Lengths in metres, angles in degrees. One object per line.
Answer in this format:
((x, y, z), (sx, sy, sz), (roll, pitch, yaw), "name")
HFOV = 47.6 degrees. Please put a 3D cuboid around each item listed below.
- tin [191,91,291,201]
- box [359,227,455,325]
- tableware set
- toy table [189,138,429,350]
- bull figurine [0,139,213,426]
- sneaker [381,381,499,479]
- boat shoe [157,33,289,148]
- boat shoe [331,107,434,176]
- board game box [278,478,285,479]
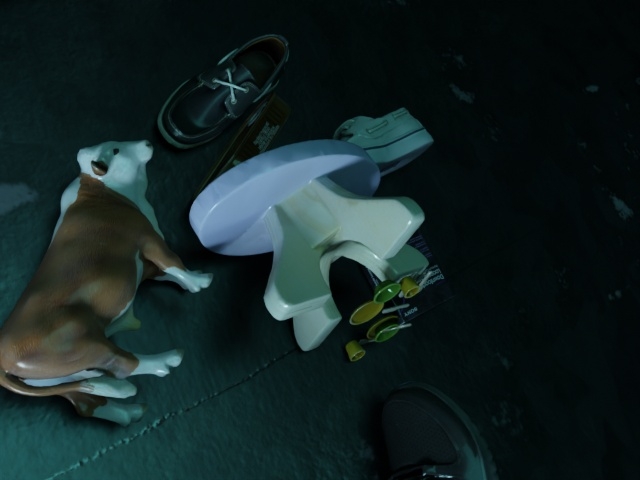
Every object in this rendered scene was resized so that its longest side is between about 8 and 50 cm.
((-0.098, -0.111, 0.916), (0.040, 0.106, 0.190), (41, 53, -19), "tin")
((0.112, 0.030, 1.028), (0.116, 0.029, 0.162), (-22, 82, -38), "box")
((0.077, 0.097, 0.897), (0.104, 0.154, 0.024), (-8, 53, -37), "tableware set")
((0.000, 0.000, 0.856), (0.274, 0.252, 0.161), (-20, 63, -35), "toy table")
((-0.219, 0.037, 0.767), (0.188, 0.101, 0.310), (31, 54, -19), "bull figurine")
((0.131, 0.324, 0.816), (0.139, 0.125, 0.341), (4, 59, -39), "sneaker")
((-0.125, -0.204, 0.961), (0.084, 0.079, 0.233), (48, 53, -5), "boat shoe")
((0.060, -0.135, 1.035), (0.267, 0.096, 0.088), (-27, 79, -39), "boat shoe")
((0.010, 0.410, 0.778), (0.281, 0.027, 0.145), (47, 52, -4), "board game box")
